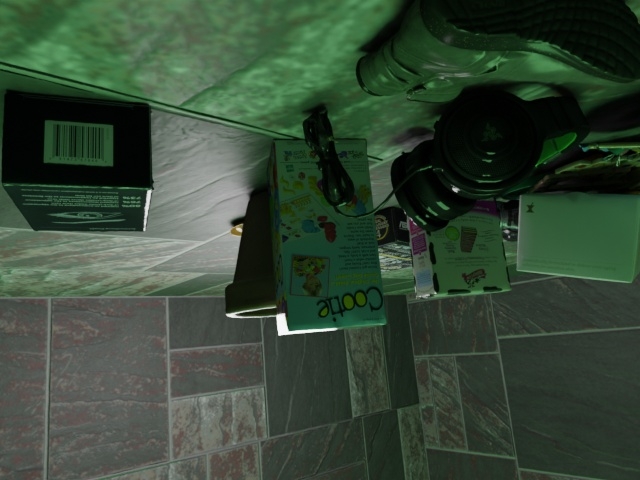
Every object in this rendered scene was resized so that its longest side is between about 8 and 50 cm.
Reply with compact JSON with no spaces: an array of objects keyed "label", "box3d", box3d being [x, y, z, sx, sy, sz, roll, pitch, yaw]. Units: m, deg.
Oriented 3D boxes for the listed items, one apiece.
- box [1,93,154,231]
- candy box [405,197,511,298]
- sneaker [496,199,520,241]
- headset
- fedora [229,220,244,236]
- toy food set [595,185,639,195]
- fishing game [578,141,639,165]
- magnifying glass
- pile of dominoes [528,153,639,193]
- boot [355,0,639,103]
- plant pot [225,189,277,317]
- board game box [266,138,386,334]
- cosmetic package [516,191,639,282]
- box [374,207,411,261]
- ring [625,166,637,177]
[{"label":"box","box3d":[-0.300,-0.086,0.625,0.153,0.108,0.207,0,168,-23]},{"label":"candy box","box3d":[0.242,-0.016,0.882,0.159,0.233,0.071,0,167,-20]},{"label":"sneaker","box3d":[0.354,-0.051,1.020,0.153,0.101,0.269,6,-177,37]},{"label":"headset","box3d":[0.176,-0.126,0.680,0.394,0.185,0.243,-17,169,-23]},{"label":"fedora","box3d":[-0.119,-0.001,1.170,0.194,0.079,0.194,-4,168,-1]},{"label":"toy food set","box3d":[0.710,-0.103,1.142,0.132,0.038,0.192,3,166,-33]},{"label":"fishing game","box3d":[0.476,-0.127,0.700,0.189,0.041,0.264,4,-169,26]},{"label":"magnifying glass","box3d":[0.459,-0.122,0.980,0.092,0.026,0.231,0,166,-23]},{"label":"pile of dominoes","box3d":[0.540,-0.109,0.894,0.251,0.040,0.196,-5,171,7]},{"label":"boot","box3d":[0.171,-0.183,0.484,0.247,0.083,0.161,5,173,-17]},{"label":"plant pot","box3d":[-0.058,0.025,0.959,0.263,0.229,0.263,-4,168,-1]},{"label":"board game box","box3d":[0.000,0.000,0.753,0.144,0.275,0.142,-2,168,-12]},{"label":"cosmetic package","box3d":[0.547,-0.019,0.990,0.197,0.155,0.365,6,-173,38]},{"label":"box","box3d":[0.183,0.017,1.349,0.318,0.097,0.395,-18,163,40]},{"label":"ring","box3d":[0.728,-0.170,0.858,0.337,0.032,0.336,-4,168,-1]}]
